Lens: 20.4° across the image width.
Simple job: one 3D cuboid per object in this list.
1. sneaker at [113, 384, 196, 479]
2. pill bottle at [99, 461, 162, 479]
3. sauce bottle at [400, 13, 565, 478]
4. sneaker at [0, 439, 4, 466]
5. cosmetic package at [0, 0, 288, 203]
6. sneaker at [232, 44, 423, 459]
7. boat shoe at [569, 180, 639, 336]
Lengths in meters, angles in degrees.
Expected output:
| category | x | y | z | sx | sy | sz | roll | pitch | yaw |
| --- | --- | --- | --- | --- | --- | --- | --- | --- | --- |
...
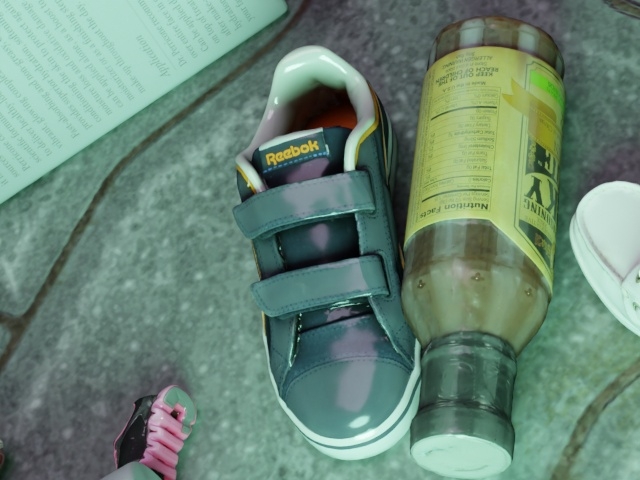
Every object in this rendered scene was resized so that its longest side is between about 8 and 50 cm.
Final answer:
| category | x | y | z | sx | sy | sz | roll | pitch | yaw |
| --- | --- | --- | --- | --- | --- | --- | --- | --- | --- |
| sneaker | -0.136 | 0.164 | 1.332 | 0.057 | 0.047 | 0.119 | -7 | 51 | 39 |
| pill bottle | -0.230 | 0.292 | 1.191 | 0.334 | 0.188 | 0.188 | -31 | 50 | 4 |
| sauce bottle | 0.114 | 0.002 | 1.278 | 0.111 | 0.111 | 0.344 | -5 | 58 | 22 |
| sneaker | -0.281 | 0.154 | 1.404 | 0.070 | 0.051 | 0.134 | 14 | 33 | -8 |
| cosmetic package | -0.284 | -0.181 | 1.513 | 0.453 | 0.230 | 0.161 | -34 | 50 | 0 |
| sneaker | 0.000 | 0.000 | 1.323 | 0.126 | 0.127 | 0.321 | -15 | 55 | 14 |
| boat shoe | 0.261 | 0.034 | 1.191 | 0.098 | 0.096 | 0.277 | -41 | 50 | -4 |
